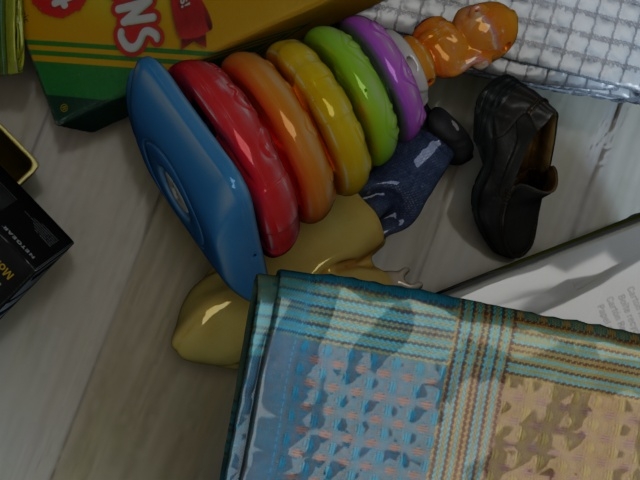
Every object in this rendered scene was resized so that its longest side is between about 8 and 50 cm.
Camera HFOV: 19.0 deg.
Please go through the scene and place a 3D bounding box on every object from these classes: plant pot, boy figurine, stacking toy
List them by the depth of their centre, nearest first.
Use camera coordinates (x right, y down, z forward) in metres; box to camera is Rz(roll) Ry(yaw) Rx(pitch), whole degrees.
[{"bbox_3d":[0.019,-0.106,1.445,0.302,0.175,0.166,-29,59,-12],"label":"stacking toy"},{"bbox_3d":[-0.275,-0.055,1.506,0.081,0.083,0.081,-44,90,-8],"label":"plant pot"},{"bbox_3d":[0.000,0.000,1.524,0.177,0.092,0.285,39,83,18],"label":"boy figurine"}]

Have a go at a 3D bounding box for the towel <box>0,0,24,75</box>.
[{"bbox_3d":[-0.343,-0.170,1.497,0.237,0.021,0.102,-4,84,15],"label":"towel"}]

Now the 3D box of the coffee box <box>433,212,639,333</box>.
[{"bbox_3d":[0.183,0.180,1.410,0.338,0.334,0.338,-22,88,-5],"label":"coffee box"}]

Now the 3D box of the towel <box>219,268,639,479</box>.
[{"bbox_3d":[0.115,0.177,1.218,0.370,0.040,0.271,10,86,-3],"label":"towel"}]

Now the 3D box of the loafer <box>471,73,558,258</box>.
[{"bbox_3d":[0.159,-0.048,1.526,0.061,0.170,0.062,29,54,35],"label":"loafer"}]

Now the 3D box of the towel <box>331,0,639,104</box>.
[{"bbox_3d":[0.151,-0.245,1.557,0.283,0.121,0.235,11,91,-1],"label":"towel"}]

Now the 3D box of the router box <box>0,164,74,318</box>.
[{"bbox_3d":[-0.378,-0.022,1.439,0.309,0.081,0.243,46,112,-1],"label":"router box"}]

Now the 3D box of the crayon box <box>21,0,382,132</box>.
[{"bbox_3d":[-0.090,-0.238,1.485,0.318,0.081,0.202,-24,83,13],"label":"crayon box"}]
